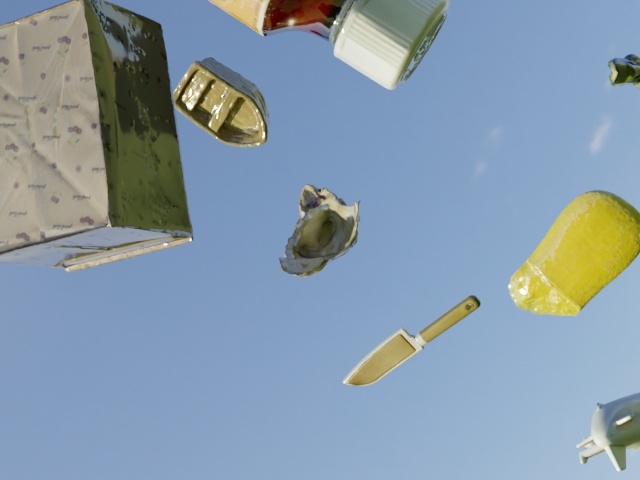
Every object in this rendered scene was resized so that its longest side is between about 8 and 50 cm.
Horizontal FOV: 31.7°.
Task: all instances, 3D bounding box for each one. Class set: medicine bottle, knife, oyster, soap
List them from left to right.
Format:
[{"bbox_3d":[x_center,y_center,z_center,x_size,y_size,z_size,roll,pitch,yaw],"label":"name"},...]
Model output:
[{"bbox_3d":[-0.002,-0.398,1.722,0.242,0.395,0.242,-59,-1,-2],"label":"medicine bottle"},{"bbox_3d":[0.011,-0.010,1.849,0.162,0.232,0.107,-29,-64,7],"label":"oyster"},{"bbox_3d":[0.130,0.148,1.669,0.256,0.046,0.022,-38,13,25],"label":"knife"},{"bbox_3d":[0.269,0.023,1.188,0.168,0.089,0.033,-56,-12,24],"label":"soap"}]

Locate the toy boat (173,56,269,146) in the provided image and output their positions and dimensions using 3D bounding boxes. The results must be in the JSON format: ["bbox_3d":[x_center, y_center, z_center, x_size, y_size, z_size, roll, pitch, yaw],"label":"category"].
[{"bbox_3d":[-0.167,-0.244,2.048,0.116,0.188,0.061,-51,5,34],"label":"toy boat"}]

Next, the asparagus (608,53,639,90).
[{"bbox_3d":[0.641,-0.332,2.241,0.287,0.080,0.080,-4,-49,-40],"label":"asparagus"}]

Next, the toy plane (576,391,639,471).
[{"bbox_3d":[0.549,0.322,1.968,0.252,0.118,0.252,-24,-17,-8],"label":"toy plane"}]

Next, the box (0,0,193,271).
[{"bbox_3d":[-0.316,-0.125,1.442,0.225,0.297,0.190,-13,-8,25],"label":"box"}]
